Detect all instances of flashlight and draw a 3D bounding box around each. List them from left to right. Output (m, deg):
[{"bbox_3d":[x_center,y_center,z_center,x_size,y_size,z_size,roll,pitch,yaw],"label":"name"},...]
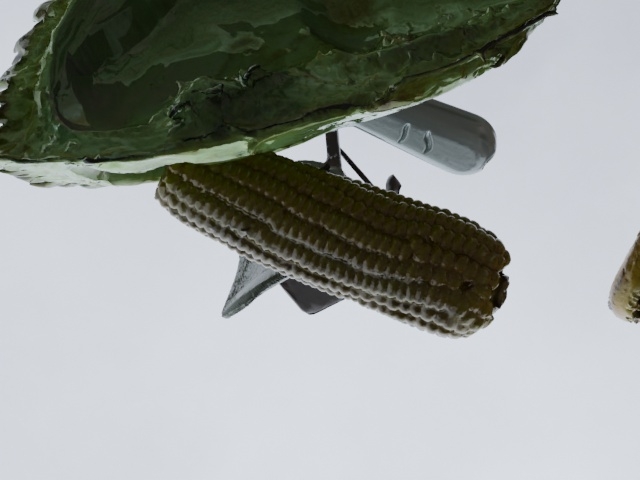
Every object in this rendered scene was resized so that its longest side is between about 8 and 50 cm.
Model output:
[{"bbox_3d":[0.065,-0.109,1.295,0.200,0.093,0.047,22,-136,-11],"label":"flashlight"}]

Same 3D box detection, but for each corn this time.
[{"bbox_3d":[0.009,-0.007,0.914,0.231,0.080,0.080,23,-135,5],"label":"corn"}]

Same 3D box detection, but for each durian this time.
[{"bbox_3d":[-0.026,-0.131,0.900,0.394,0.198,0.163,-13,-84,-4],"label":"durian"}]

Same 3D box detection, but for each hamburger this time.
[{"bbox_3d":[0.410,0.026,1.612,0.118,0.191,0.182,29,-137,24],"label":"hamburger"}]

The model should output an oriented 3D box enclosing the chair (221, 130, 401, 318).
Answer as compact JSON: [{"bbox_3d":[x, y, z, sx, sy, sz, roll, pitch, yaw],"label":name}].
[{"bbox_3d":[0.000,0.000,1.606,0.186,0.160,0.319,51,-159,-32],"label":"chair"}]
